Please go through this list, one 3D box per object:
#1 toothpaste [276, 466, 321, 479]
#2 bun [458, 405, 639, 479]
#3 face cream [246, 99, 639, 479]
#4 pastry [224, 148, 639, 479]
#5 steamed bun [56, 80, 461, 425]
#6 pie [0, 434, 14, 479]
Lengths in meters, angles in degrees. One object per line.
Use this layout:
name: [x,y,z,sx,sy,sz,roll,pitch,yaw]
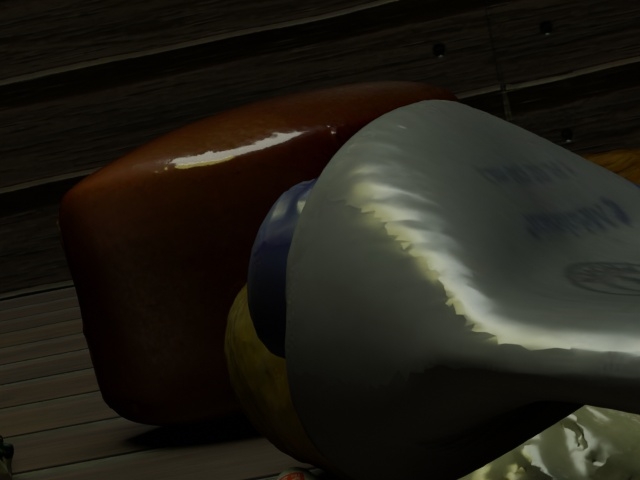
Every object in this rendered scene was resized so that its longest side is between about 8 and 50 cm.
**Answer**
toothpaste: [-0.005,0.154,0.889,0.052,0.033,0.218,-11,9,-3]
bun: [0.097,0.106,0.764,0.183,0.102,0.183,-9,5,1]
face cream: [0.160,0.036,0.547,0.420,0.137,0.235,7,7,33]
pastry: [0.113,0.052,1.041,0.356,0.164,0.356,-13,11,2]
steamed bun: [0.000,0.000,1.396,0.248,0.235,0.379,-11,4,45]
pie: [-0.317,0.168,1.316,0.185,0.052,0.218,-11,7,-9]
